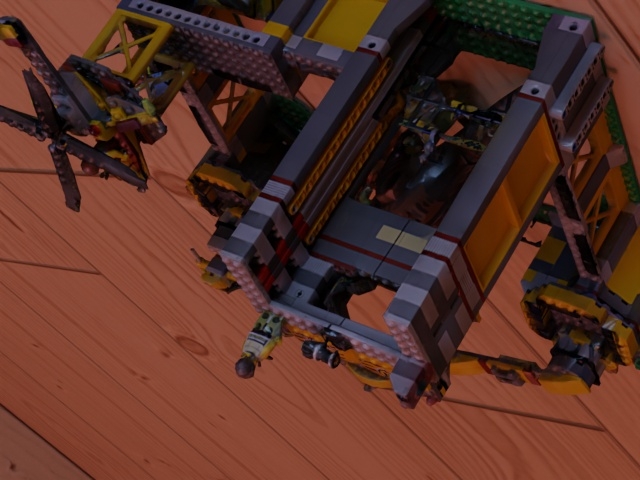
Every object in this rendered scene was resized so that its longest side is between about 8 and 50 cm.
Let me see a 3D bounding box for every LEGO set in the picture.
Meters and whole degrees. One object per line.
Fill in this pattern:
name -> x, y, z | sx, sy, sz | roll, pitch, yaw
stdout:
LEGO set -> 0.000, 0.000, 0.781 | 0.331, 0.192, 0.255 | 24, 158, 23
